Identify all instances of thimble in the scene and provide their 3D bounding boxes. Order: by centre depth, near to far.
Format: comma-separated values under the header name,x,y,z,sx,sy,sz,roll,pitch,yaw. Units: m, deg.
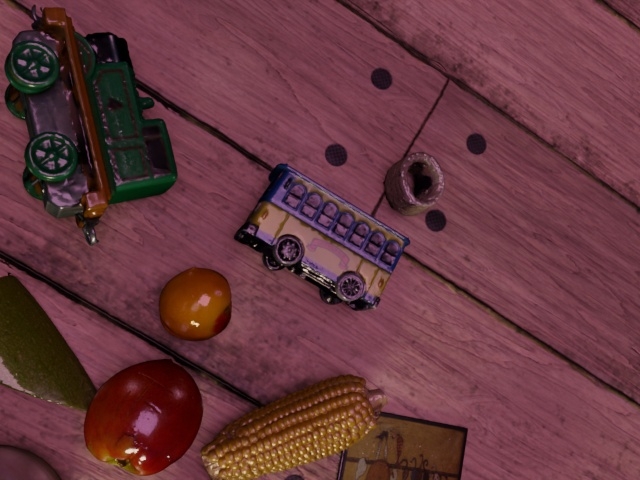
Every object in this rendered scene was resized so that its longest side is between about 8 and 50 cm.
name,x,y,z,sx,sy,sz,roll,pitch,yaw
thimble,0.188,-0.114,1.355,0.102,0.090,0.115,19,76,-15

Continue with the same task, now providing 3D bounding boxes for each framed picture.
name,x,y,z,sx,sy,sz,roll,pitch,yaw
framed picture,0.144,0.509,1.288,0.255,0.014,0.338,14,78,-13

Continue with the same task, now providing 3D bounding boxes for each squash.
name,x,y,z,sx,sy,sz,roll,pitch,yaw
squash,-0.520,0.214,1.105,0.203,0.111,0.288,-31,92,-16

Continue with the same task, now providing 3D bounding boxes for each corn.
name,x,y,z,sx,sy,sz,roll,pitch,yaw
corn,-0.043,0.337,1.205,0.347,0.130,0.130,-17,87,-13

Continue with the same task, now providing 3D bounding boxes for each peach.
name,x,y,z,sx,sy,sz,roll,pitch,yaw
peach,-0.285,0.287,1.122,0.197,0.197,0.197,2,81,-15
peach,-0.220,0.114,1.184,0.138,0.138,0.138,2,81,-15

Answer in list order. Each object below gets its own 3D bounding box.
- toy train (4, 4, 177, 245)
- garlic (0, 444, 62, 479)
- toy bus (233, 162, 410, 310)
name,x,y,z,sx,sy,sz,roll,pitch,yaw
toy train,-0.399,-0.207,1.170,0.249,0.178,0.429,-12,86,-26
garlic,-0.560,0.424,1.050,0.340,0.231,0.246,23,121,5
toy bus,0.000,0.000,1.261,0.288,0.138,0.175,31,76,-9
